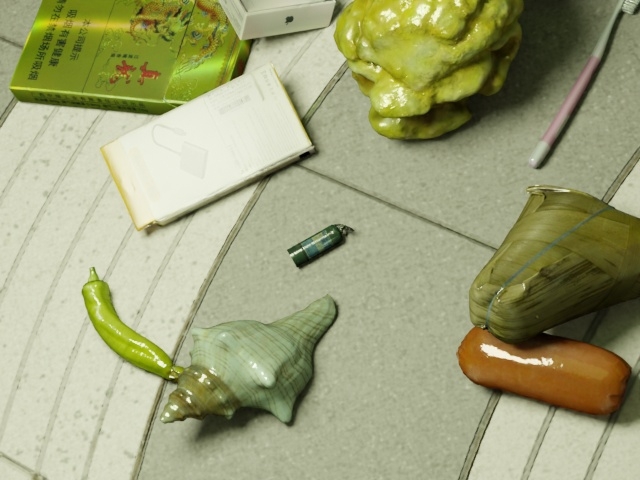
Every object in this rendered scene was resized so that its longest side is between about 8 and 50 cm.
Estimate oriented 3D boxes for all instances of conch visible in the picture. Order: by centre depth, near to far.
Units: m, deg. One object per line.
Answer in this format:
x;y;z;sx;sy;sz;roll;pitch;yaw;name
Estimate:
-0.080;0.149;1.916;0.234;0.114;0.137;-20;72;-1;conch

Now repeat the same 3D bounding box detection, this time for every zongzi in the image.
0.310;0.052;1.830;0.256;0.115;0.228;23;44;17;zongzi

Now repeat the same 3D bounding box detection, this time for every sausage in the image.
0.246;0.140;1.842;0.198;0.076;0.076;13;67;24;sausage

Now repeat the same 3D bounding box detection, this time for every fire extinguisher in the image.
0.000;0.000;2.019;0.083;0.025;0.038;-29;35;0;fire extinguisher

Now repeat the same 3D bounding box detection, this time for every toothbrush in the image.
0.329;-0.205;2.034;0.025;0.020;0.286;26;72;20;toothbrush

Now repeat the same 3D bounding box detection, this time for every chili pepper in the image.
-0.236;0.117;2.021;0.049;0.043;0.208;-28;60;-30;chili pepper

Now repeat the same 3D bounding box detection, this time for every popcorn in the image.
0.131;-0.265;1.992;0.235;0.250;0.241;-11;61;2;popcorn

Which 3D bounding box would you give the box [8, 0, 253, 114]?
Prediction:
-0.249;-0.253;2.218;0.311;0.043;0.173;7;65;19;box

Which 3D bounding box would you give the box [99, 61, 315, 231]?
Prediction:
-0.143;-0.117;2.096;0.247;0.033;0.129;-25;81;2;box

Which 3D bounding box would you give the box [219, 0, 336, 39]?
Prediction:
-0.067;-0.332;2.170;0.129;0.051;0.130;-12;56;-24;box
